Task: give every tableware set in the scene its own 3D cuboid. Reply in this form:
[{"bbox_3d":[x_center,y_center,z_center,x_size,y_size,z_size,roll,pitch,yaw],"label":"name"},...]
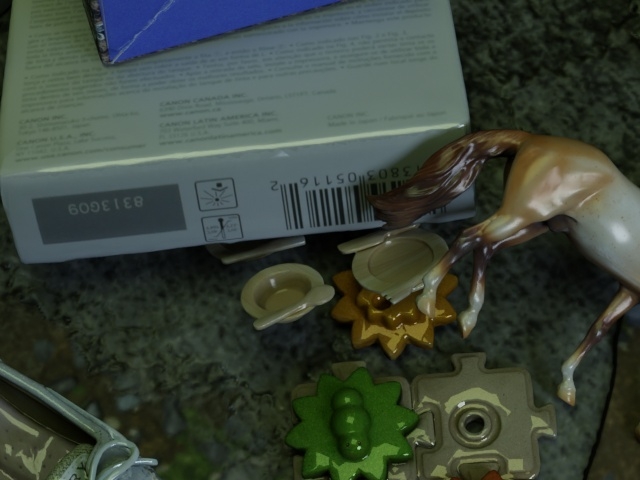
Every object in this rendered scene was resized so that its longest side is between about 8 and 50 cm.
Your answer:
[{"bbox_3d":[0.000,0.000,1.293,0.141,0.020,0.169,-23,40,-10],"label":"tableware set"}]

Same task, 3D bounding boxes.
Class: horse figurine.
[{"bbox_3d":[0.165,0.006,1.229,0.263,0.066,0.174,31,88,-11],"label":"horse figurine"}]

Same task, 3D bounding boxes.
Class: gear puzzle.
[{"bbox_3d":[0.064,0.142,1.219,0.175,0.044,0.339,-5,60,3],"label":"gear puzzle"}]

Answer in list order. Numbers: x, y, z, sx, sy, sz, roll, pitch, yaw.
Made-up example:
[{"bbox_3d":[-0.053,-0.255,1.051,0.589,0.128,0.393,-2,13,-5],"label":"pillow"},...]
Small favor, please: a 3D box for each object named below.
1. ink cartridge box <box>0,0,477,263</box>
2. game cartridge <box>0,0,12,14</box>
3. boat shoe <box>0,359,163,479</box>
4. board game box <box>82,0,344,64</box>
[{"bbox_3d":[-0.062,-0.153,1.390,0.308,0.091,0.385,-7,42,2],"label":"ink cartridge box"},{"bbox_3d":[-0.381,-0.179,1.441,0.297,0.062,0.198,-29,66,-10],"label":"game cartridge"},{"bbox_3d":[-0.191,0.142,1.212,0.320,0.103,0.118,36,71,21],"label":"boat shoe"},{"bbox_3d":[-0.080,-0.298,1.315,0.232,0.141,0.291,-16,63,-8],"label":"board game box"}]
